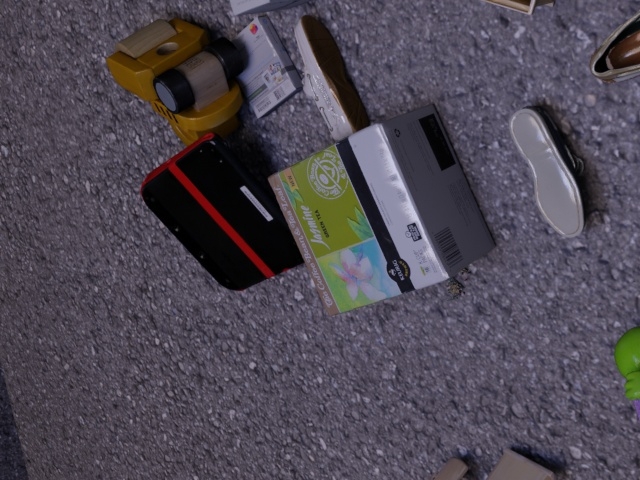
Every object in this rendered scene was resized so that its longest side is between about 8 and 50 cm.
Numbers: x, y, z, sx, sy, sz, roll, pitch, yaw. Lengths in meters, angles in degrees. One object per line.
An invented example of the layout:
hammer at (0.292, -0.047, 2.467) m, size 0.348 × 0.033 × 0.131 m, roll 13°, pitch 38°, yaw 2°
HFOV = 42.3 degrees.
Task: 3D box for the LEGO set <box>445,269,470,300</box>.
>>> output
LEGO set at (0.294, 0.093, 1.773) m, size 0.054 × 0.023 × 0.083 m, roll 47°, pitch 116°, yaw 11°

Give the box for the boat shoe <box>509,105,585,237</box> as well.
boat shoe at (0.431, -0.131, 1.538) m, size 0.095 × 0.079 × 0.255 m, roll -30°, pitch 85°, yaw 43°

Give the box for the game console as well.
game console at (-0.231, -0.055, 2.012) m, size 0.342 × 0.060 × 0.386 m, roll -26°, pitch 112°, yaw 41°

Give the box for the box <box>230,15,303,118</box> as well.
box at (-0.134, -0.396, 1.901) m, size 0.145 × 0.038 × 0.186 m, roll -30°, pitch 88°, yaw 41°

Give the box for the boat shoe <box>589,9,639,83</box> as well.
boat shoe at (0.573, -0.344, 1.327) m, size 0.302 × 0.103 × 0.113 m, roll -36°, pitch 84°, yaw 40°

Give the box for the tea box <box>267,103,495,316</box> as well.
tea box at (0.123, -0.059, 1.711) m, size 0.323 × 0.220 × 0.329 m, roll -23°, pitch 92°, yaw 41°

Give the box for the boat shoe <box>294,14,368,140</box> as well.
boat shoe at (0.001, -0.342, 1.777) m, size 0.096 × 0.098 × 0.277 m, roll -21°, pitch 95°, yaw 40°

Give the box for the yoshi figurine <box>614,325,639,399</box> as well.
yoshi figurine at (0.632, 0.266, 1.427) m, size 0.203 × 0.203 × 0.362 m, roll -21°, pitch 52°, yaw 6°

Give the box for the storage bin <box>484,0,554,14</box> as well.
storage bin at (0.308, -0.562, 1.437) m, size 0.260 × 0.123 × 0.262 m, roll 27°, pitch 122°, yaw 27°

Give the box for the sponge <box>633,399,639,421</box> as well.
sponge at (0.677, 0.368, 1.572) m, size 0.117 × 0.031 × 0.210 m, roll -14°, pitch 97°, yaw 39°

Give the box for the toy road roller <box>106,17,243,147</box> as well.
toy road roller at (-0.324, -0.357, 1.955) m, size 0.329 × 0.202 × 0.241 m, roll 34°, pitch 151°, yaw 36°

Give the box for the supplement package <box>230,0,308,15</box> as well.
supplement package at (-0.101, -0.539, 1.725) m, size 0.105 × 0.179 × 0.105 m, roll -8°, pitch 102°, yaw 40°

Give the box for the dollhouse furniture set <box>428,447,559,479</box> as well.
dollhouse furniture set at (0.435, 0.627, 1.841) m, size 0.303 × 0.198 × 0.286 m, roll 51°, pitch 162°, yaw -30°
